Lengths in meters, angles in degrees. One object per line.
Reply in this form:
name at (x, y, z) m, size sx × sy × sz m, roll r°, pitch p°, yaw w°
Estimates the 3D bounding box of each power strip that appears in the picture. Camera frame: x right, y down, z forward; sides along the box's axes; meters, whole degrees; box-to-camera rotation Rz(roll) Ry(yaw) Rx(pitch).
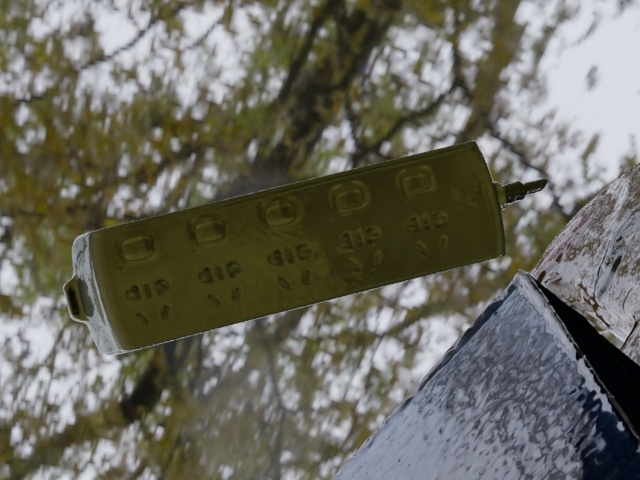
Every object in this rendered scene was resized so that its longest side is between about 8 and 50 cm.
power strip at (0.000, 0.000, 0.831) m, size 0.253 × 0.027 × 0.060 m, roll -14°, pitch -91°, yaw -15°

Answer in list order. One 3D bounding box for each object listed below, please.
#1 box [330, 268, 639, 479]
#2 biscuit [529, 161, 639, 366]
box at (0.074, 0.179, 0.806) m, size 0.116 × 0.261 × 0.279 m, roll 38°, pitch -170°, yaw -16°
biscuit at (0.281, -0.038, 1.089) m, size 0.076 × 0.368 × 0.394 m, roll 41°, pitch -169°, yaw -11°
